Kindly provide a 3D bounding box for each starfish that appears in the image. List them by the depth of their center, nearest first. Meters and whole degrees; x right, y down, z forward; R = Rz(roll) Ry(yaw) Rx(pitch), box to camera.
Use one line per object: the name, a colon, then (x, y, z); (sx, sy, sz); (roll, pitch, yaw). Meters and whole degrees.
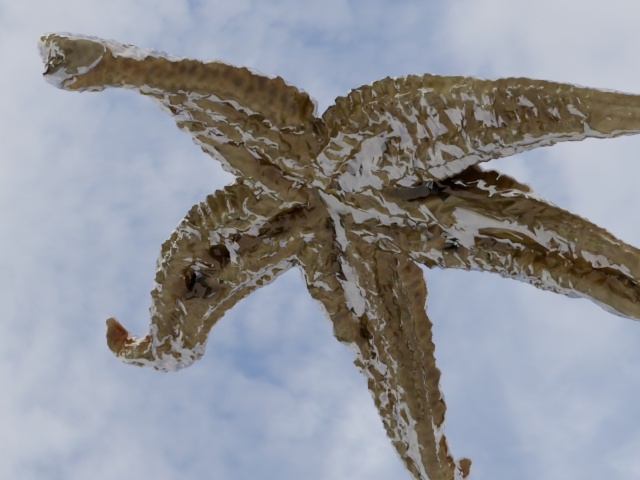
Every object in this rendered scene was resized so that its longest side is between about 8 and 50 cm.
starfish: (0.001, -0.009, 0.678); (0.327, 0.375, 0.094); (35, -133, -16)
